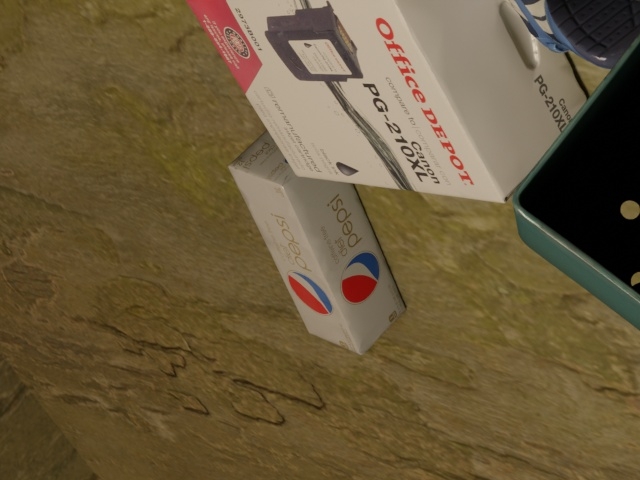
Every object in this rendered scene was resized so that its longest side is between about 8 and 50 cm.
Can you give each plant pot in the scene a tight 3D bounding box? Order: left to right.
[{"bbox_3d":[0.214,-0.015,0.883,0.165,0.166,0.234,38,175,9],"label":"plant pot"}]

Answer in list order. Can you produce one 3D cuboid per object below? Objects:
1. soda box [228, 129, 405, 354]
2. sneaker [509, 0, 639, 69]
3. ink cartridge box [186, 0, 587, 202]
[{"bbox_3d":[0.000,0.000,1.394,0.074,0.069,0.216,22,148,42],"label":"soda box"},{"bbox_3d":[0.151,-0.137,0.926,0.144,0.053,0.059,57,177,47],"label":"sneaker"},{"bbox_3d":[0.042,-0.128,1.079,0.237,0.100,0.172,10,139,53],"label":"ink cartridge box"}]
